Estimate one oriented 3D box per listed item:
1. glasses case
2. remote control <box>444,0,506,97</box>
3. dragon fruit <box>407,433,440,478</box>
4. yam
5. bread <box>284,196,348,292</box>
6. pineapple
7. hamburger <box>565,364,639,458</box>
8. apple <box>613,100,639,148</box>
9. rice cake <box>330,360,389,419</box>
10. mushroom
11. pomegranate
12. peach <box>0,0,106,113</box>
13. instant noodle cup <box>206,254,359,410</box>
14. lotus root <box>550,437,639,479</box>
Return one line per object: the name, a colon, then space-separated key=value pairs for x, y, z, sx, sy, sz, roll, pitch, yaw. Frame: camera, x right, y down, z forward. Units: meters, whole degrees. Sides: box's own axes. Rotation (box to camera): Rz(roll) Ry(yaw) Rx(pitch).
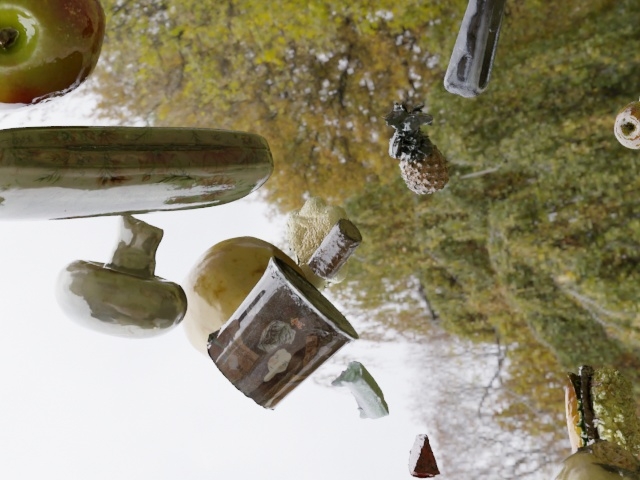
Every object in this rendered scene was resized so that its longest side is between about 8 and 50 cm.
glasses case: x=-0.250 y=-0.087 z=0.997 sx=0.425 sy=0.156 sz=0.098 roll=-6 pitch=-104 yaw=-40
remote control: x=0.283 y=-0.369 z=1.335 sx=0.090 sy=0.066 sz=0.266 roll=-28 pitch=-40 yaw=-48
dragon fruit: x=0.235 y=0.493 z=1.761 sx=0.131 sy=0.063 sz=0.097 roll=113 pitch=180 yaw=-75
yam: x=0.034 y=0.022 z=1.816 sx=0.079 sy=0.141 sz=0.079 roll=28 pitch=-151 yaw=-17
bread: x=0.000 y=0.000 z=1.991 sx=0.039 sy=0.182 sz=0.250 roll=18 pitch=-133 yaw=-51
pineapple: x=0.211 y=-0.212 z=1.737 sx=0.119 sy=0.111 sz=0.237 roll=-46 pitch=-45 yaw=-12
hamburger: x=0.606 y=0.386 z=1.664 sx=0.262 sy=0.139 sz=0.243 roll=27 pitch=-122 yaw=-61
apple: x=0.586 y=-0.212 z=1.435 sx=0.074 sy=0.089 sz=0.089 roll=0 pitch=-102 yaw=-23
rice cake: x=0.095 y=0.346 z=1.773 sx=0.290 sy=0.081 sz=0.051 roll=58 pitch=-169 yaw=-56
mushroom: x=-0.358 y=0.067 z=1.448 sx=0.243 sy=0.243 sz=0.243 roll=26 pitch=-121 yaw=-51
pomegranate: x=-0.179 y=0.164 z=1.899 sx=0.342 sy=0.342 sz=0.342 roll=26 pitch=-121 yaw=-51
peach: x=-0.382 y=-0.263 z=0.965 sx=0.231 sy=0.231 sz=0.231 roll=26 pitch=-121 yaw=-51
instant noodle cup: x=-0.075 y=0.173 z=1.409 sx=0.217 sy=0.207 sz=0.217 roll=42 pitch=-177 yaw=-3
lotus root: x=0.424 y=0.461 z=1.182 sx=0.183 sy=0.183 sz=0.310 roll=-23 pitch=-61 yaw=-57
